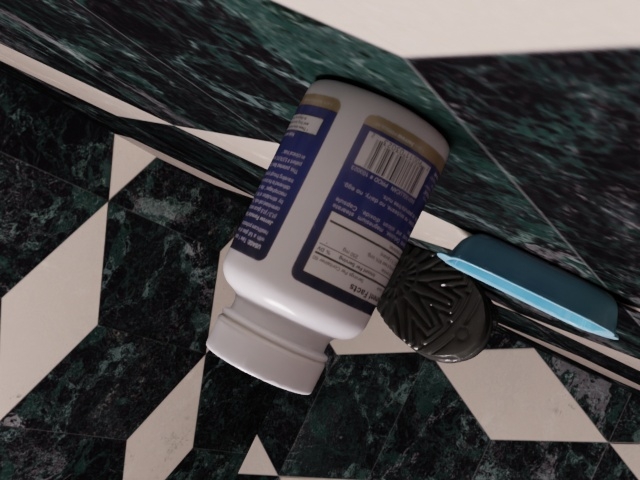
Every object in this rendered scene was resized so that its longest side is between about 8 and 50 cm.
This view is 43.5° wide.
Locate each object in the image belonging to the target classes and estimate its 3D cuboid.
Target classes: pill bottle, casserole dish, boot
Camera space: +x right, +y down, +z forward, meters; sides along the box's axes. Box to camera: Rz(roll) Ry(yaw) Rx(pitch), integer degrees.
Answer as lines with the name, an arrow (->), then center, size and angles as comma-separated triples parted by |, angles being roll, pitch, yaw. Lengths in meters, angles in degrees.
pill bottle -> 0.000, 0.000, 0.476 | 0.094, 0.169, 0.094 | 26, 177, 1
casserole dish -> 0.205, 0.040, 0.776 | 0.188, 0.037, 0.114 | 27, 178, 3
boot -> 0.196, 0.115, 1.238 | 0.260, 0.131, 0.348 | 36, -177, -35
